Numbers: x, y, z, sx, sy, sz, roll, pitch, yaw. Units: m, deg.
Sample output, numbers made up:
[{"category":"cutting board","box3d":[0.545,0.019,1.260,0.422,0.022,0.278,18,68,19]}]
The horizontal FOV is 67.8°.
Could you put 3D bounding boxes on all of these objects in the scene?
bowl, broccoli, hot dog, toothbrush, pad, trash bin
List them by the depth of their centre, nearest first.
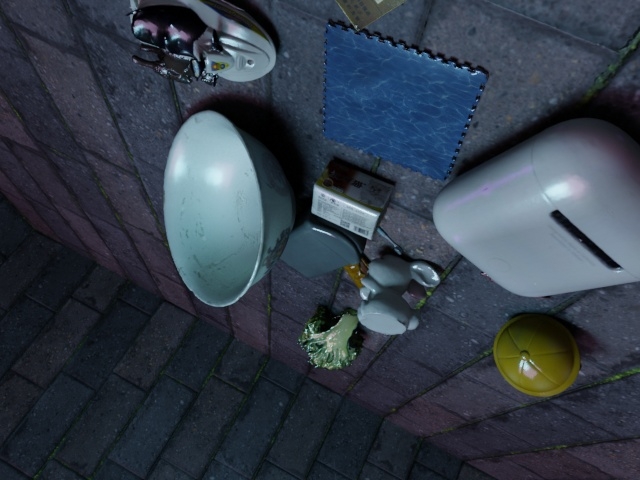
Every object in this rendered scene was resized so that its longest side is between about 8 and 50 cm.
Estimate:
[{"category":"pad","box3d":[0.123,-0.226,0.822,0.269,0.012,0.269,23,152,14]},{"category":"bowl","box3d":[-0.186,-0.074,1.117,0.196,0.435,0.434,-6,-179,-42]},{"category":"toothbrush","box3d":[0.145,-0.020,1.151,0.011,0.014,0.167,-27,120,40]},{"category":"trash bin","box3d":[0.000,0.000,1.193,0.176,0.101,0.236,35,142,-23]},{"category":"hot dog","box3d":[0.128,0.111,1.350,0.088,0.061,0.286,12,149,54]},{"category":"broccoli","box3d":[0.053,0.325,1.745,0.242,0.273,0.180,24,-161,-8]}]

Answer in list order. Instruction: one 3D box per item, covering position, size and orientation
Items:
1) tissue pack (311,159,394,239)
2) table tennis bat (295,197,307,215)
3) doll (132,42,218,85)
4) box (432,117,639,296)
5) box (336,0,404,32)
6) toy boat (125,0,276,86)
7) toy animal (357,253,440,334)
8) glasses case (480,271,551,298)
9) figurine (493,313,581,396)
[{"category":"tissue pack","box3d":[0.068,-0.088,1.017,0.148,0.099,0.106,25,151,10]},{"category":"table tennis bat","box3d":[-0.144,-0.099,1.289,0.257,0.039,0.160,17,152,13]},{"category":"doll","box3d":[-0.283,-0.362,0.952,0.165,0.057,0.139,34,151,-18]},{"category":"box","box3d":[0.370,-0.031,0.765,0.288,0.141,0.349,38,152,-13]},{"category":"box","box3d":[0.072,-0.352,0.643,0.090,0.023,0.133,42,151,-26]},{"category":"toy boat","box3d":[-0.215,-0.352,0.814,0.269,0.141,0.141,32,154,8]},{"category":"toy animal","box3d":[0.185,0.134,1.181,0.178,0.193,0.127,22,149,12]},{"category":"glasses case","box3d":[0.407,0.079,0.999,0.193,0.070,0.102,19,153,22]},{"category":"figurine","box3d":[0.527,0.297,1.152,0.192,0.167,0.257,-8,139,32]}]
